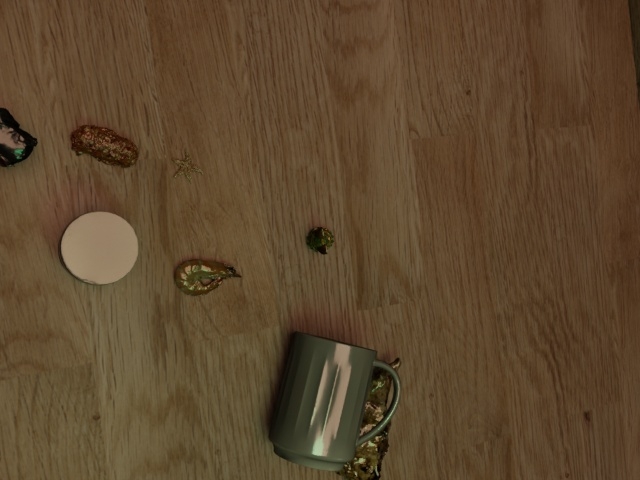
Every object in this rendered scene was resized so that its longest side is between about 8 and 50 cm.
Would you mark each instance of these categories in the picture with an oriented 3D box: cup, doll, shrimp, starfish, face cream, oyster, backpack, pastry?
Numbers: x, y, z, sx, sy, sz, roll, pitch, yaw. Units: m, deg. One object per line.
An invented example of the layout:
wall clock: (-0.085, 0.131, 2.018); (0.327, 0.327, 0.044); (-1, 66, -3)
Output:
cup: (0.045, 0.438, 1.716); (0.323, 0.237, 0.326); (12, 82, 11)
doll: (-0.010, 0.002, 1.798); (0.077, 0.113, 0.078); (-10, 95, 13)
shrimp: (-0.298, 0.099, 1.704); (0.180, 0.041, 0.099); (0, 90, -24)
starfish: (-0.354, -0.199, 1.700); (0.092, 0.016, 0.086); (17, 84, -16)
face cream: (-0.540, 0.019, 1.544); (0.178, 0.153, 0.177); (0, 89, -25)
oyster: (0.122, 0.528, 1.844); (0.205, 0.111, 0.395); (7, 90, -20)
backpack: (-0.726, -0.224, 1.459); (0.120, 0.165, 0.105); (44, 66, -20)
pastry: (-0.539, -0.239, 1.596); (0.170, 0.063, 0.087); (16, 85, -23)
